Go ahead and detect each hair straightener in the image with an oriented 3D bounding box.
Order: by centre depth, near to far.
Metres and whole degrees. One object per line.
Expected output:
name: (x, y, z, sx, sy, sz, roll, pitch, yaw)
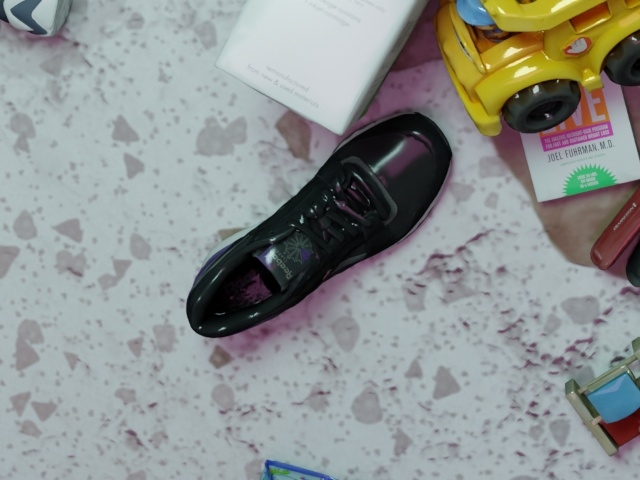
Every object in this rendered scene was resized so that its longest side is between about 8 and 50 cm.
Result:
hair straightener: (0.335, -0.055, 1.218, 0.089, 0.047, 0.230, 28, 103, -20)

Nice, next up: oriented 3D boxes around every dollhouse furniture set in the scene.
dollhouse furniture set: (0.328, 0.149, 1.219, 0.184, 0.129, 0.129, -35, 96, 16)

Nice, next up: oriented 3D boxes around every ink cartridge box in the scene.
ink cartridge box: (0.063, -0.271, 1.109, 0.119, 0.207, 0.353, 30, 102, 1)

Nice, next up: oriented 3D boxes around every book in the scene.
book: (0.220, -0.114, 1.223, 0.096, 0.035, 0.144, -14, 104, 16)

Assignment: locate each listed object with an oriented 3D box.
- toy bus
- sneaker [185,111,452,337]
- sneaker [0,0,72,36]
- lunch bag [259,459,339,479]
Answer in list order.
toy bus: (0.180, -0.202, 1.089, 0.220, 0.211, 0.149, -26, 66, 14)
sneaker: (0.000, 0.000, 1.243, 0.283, 0.124, 0.107, -39, 95, 17)
sneaker: (-0.282, -0.309, 1.228, 0.153, 0.094, 0.235, 15, 117, -3)
lunch bag: (0.000, 0.300, 1.344, 0.151, 0.096, 0.128, 17, 105, -9)
